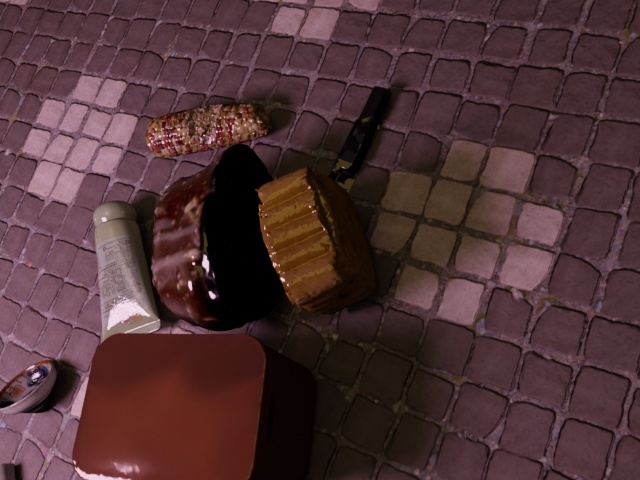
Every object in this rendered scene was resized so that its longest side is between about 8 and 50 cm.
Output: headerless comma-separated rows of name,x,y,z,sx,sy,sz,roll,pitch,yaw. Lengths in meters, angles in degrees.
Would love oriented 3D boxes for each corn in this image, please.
corn,-0.239,-0.236,1.513,0.289,0.098,0.098,-6,68,22

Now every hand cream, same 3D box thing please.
hand cream,-0.413,0.062,1.482,0.147,0.093,0.306,-22,65,18

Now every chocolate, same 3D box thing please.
chocolate,-0.206,0.007,1.341,0.210,0.225,0.340,-14,64,34

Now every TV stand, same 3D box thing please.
TV stand,0.071,-0.184,1.380,0.036,0.042,0.249,21,80,32

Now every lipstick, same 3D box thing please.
lipstick,-0.639,0.547,1.423,0.063,0.057,0.186,-24,65,15

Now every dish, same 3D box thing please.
dish,-0.595,0.325,1.483,0.141,0.078,0.141,-25,25,12

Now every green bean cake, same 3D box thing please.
green bean cake,0.000,0.000,1.224,0.131,0.224,0.230,-23,73,16

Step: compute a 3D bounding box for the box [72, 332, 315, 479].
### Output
box,-0.199,0.298,1.211,0.339,0.229,0.240,-3,70,24
